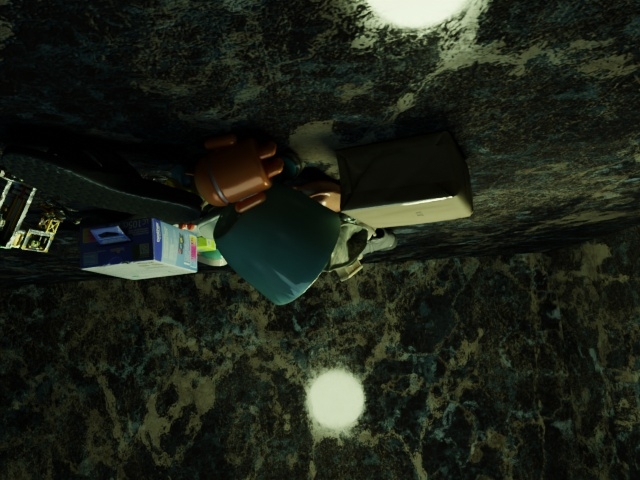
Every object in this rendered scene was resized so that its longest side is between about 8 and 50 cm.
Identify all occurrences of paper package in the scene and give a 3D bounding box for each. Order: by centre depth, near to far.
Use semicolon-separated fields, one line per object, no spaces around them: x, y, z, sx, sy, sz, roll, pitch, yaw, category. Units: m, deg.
0.230;-0.145;1.642;0.309;0.168;0.325;-8;171;19;paper package

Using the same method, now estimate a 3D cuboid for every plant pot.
-0.132;-0.018;1.586;0.235;0.293;0.293;35;153;-23;plant pot

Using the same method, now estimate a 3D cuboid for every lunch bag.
0.000;0.000;2.001;0.235;0.169;0.287;9;-168;28;lunch bag

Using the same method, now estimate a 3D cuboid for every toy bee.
-0.323;-0.113;1.598;0.195;0.162;0.298;-3;171;-23;toy bee

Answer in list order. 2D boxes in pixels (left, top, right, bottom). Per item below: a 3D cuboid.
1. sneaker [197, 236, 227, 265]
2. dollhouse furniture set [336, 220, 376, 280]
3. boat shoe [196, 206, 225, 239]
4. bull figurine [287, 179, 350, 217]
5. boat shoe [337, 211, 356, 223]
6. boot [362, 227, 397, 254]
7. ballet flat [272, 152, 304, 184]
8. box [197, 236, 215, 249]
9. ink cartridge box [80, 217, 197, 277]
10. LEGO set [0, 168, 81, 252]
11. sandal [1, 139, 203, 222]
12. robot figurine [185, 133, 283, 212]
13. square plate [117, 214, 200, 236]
-0.509;0.013;2.521;0.302;0.121;0.108;11;-161;21;sneaker
0.200;-0.006;2.289;0.355;0.174;0.303;-27;-176;36;dollhouse furniture set
-0.273;-0.084;2.019;0.305;0.091;0.109;-14;128;31;boat shoe
0.006;-0.124;1.867;0.188;0.101;0.310;-6;171;19;bull figurine
0.099;-0.087;2.144;0.116;0.099;0.319;0;170;-30;boat shoe
0.162;0.005;2.778;0.338;0.118;0.222;-20;162;22;boot
-0.082;-0.189;1.590;0.067;0.073;0.206;-30;-175;-24;ballet flat
-0.508;0.019;2.391;0.178;0.043;0.109;-6;171;8;box
-0.614;0.030;2.065;0.269;0.151;0.395;-7;171;12;ink cartridge box
-0.803;-0.102;1.566;0.254;0.192;0.331;24;180;25;LEGO set
-0.480;-0.143;1.396;0.445;0.107;0.167;16;156;-36;sandal
-0.196;-0.158;1.416;0.219;0.128;0.158;-21;148;8;robot figurine
-0.592;-0.044;2.237;0.344;0.049;0.347;4;167;-39;square plate
